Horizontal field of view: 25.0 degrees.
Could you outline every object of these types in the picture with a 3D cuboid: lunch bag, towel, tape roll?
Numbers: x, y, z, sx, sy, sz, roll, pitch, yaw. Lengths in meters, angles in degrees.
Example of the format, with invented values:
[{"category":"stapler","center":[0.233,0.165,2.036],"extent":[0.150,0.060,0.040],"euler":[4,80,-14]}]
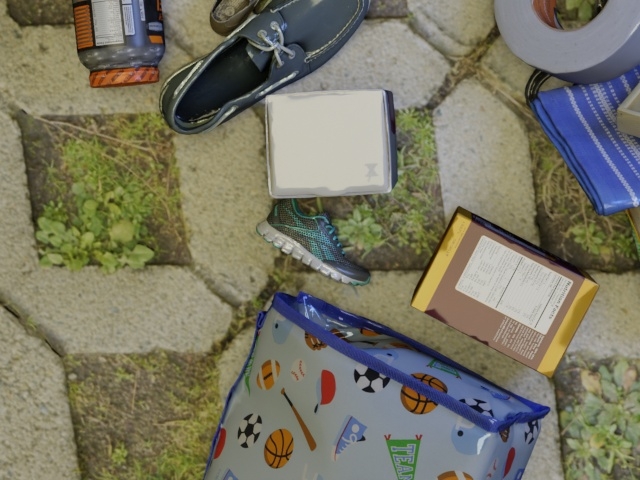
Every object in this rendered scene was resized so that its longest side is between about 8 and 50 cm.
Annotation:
[{"category":"lunch bag","center":[0.046,0.277,1.833],"extent":[0.385,0.239,0.328],"euler":[23,98,26]},{"category":"towel","center":[0.449,-0.157,1.768],"extent":[0.336,0.243,0.040],"euler":[-19,131,-1]},{"category":"tape roll","center":[0.327,-0.308,1.796],"extent":[0.219,0.072,0.219],"euler":[-6,79,35]}]

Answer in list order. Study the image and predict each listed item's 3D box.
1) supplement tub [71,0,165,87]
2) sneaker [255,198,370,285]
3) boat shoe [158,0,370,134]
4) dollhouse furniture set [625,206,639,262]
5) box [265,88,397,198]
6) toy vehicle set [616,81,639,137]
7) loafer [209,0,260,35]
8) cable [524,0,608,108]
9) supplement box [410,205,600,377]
[{"category":"supplement tub","center":[-0.264,-0.297,1.882],"extent":[0.117,0.117,0.191],"euler":[-5,94,5]},{"category":"sneaker","center":[0.000,0.000,1.910],"extent":[0.166,0.065,0.076],"euler":[31,92,1]},{"category":"boat shoe","center":[-0.069,-0.235,1.866],"extent":[0.319,0.099,0.116],"euler":[-31,110,9]},{"category":"dollhouse furniture set","center":[0.546,-0.030,1.798],"extent":[0.301,0.151,0.198],"euler":[-8,113,25]},{"category":"box","center":[0.018,-0.124,1.811],"extent":[0.148,0.232,0.127],"euler":[-3,95,5]},{"category":"toy vehicle set","center":[0.499,-0.203,1.753],"extent":[0.166,0.035,0.267],"euler":[24,56,34]},{"category":"loafer","center":[-0.096,-0.334,1.897],"extent":[0.056,0.050,0.148],"euler":[30,96,2]},{"category":"cable","center":[0.376,-0.279,1.871],"extent":[0.139,0.072,0.287],"euler":[26,109,-11]},{"category":"supplement box","center":[0.230,0.060,1.826],"extent":[0.194,0.191,0.129],"euler":[27,96,3]}]
